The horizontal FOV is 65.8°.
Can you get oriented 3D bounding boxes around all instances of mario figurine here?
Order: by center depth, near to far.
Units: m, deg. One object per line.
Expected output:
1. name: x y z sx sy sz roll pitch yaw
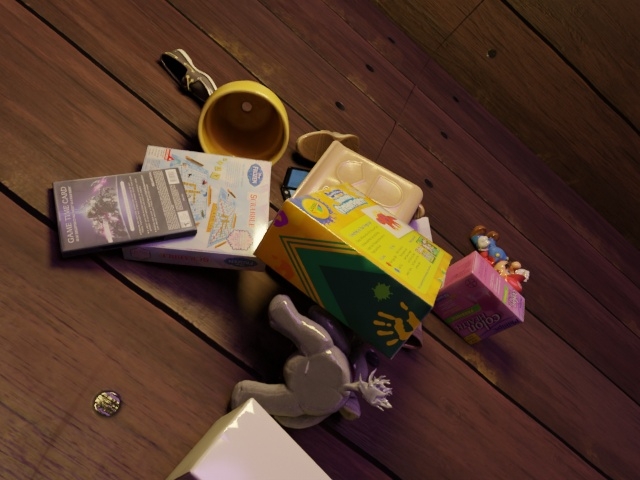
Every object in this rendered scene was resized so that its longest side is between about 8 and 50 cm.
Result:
1. mario figurine: 0.720 0.071 1.951 0.198 0.170 0.320 -8 48 -5

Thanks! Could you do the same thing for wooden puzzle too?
1. wooden puzzle: 0.115 -0.119 1.567 0.348 0.080 0.322 32 60 3

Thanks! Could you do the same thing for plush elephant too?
1. plush elephant: 0.009 0.287 1.128 0.330 0.255 0.271 15 85 11

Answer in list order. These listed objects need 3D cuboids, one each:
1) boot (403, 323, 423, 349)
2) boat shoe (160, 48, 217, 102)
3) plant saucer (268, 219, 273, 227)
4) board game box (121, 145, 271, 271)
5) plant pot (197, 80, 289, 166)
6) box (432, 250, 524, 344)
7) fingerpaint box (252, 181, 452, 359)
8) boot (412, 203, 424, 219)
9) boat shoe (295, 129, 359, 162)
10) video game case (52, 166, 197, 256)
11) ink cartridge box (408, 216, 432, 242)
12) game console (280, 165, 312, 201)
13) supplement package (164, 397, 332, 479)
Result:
1. boot: 0.207 0.193 1.476 0.262 0.095 0.203 33 44 -17
2. boat shoe: -0.404 -0.498 1.524 0.227 0.081 0.069 47 42 12
3. plant saucer: -0.090 0.030 1.392 0.195 0.037 0.194 23 45 -25
4. board game box: -0.285 -0.082 1.208 0.318 0.065 0.318 7 52 -10
5. plant pot: -0.221 -0.357 1.456 0.254 0.254 0.239 27 28 -22
6. box: 0.500 0.194 1.624 0.243 0.214 0.117 42 40 -11
7. fingerpaint box: 0.106 0.040 1.209 0.371 0.163 0.445 37 21 9
8. boot: 0.297 -0.154 1.773 0.249 0.090 0.207 26 26 30
9. boat shoe: 0.011 -0.337 1.745 0.098 0.109 0.302 23 25 37
10. video game case: -0.434 -0.071 1.100 0.275 0.026 0.196 -12 58 -21
11. ink cartridge box: 0.296 0.051 1.695 0.275 0.060 0.238 -10 90 -45
12. game console: -0.056 -0.163 1.553 0.122 0.071 0.107 4 55 -38
13. supplement package: -0.112 0.473 0.901 0.293 0.175 0.177 47 41 0
